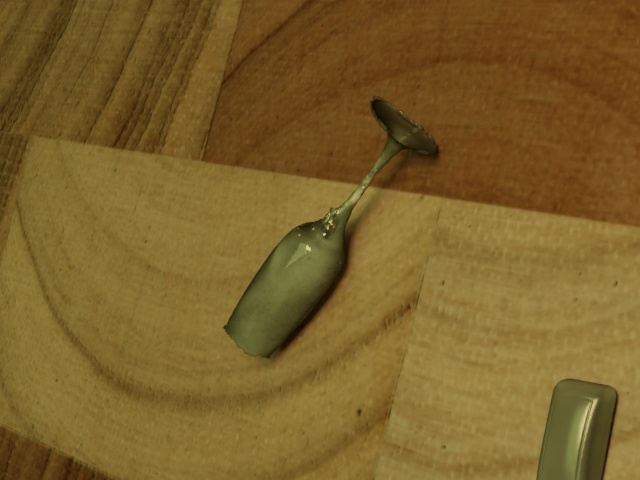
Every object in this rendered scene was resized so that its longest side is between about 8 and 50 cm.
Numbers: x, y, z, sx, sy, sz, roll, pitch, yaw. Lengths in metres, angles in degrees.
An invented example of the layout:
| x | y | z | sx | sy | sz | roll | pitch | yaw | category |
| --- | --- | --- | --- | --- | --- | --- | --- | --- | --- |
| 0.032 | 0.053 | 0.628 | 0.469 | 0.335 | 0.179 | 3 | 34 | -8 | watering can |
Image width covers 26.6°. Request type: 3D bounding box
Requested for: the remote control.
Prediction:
| x | y | z | sx | sy | sz | roll | pitch | yaw | category |
| --- | --- | --- | --- | --- | --- | --- | --- | --- | --- |
| 0.172 | 0.191 | 0.970 | 0.050 | 0.027 | 0.184 | 6 | 83 | 47 | remote control |

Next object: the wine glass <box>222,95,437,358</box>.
| x | y | z | sx | sy | sz | roll | pitch | yaw | category |
| --- | --- | --- | --- | --- | --- | --- | --- | --- | --- |
| 0.000 | 0.000 | 1.178 | 0.262 | 0.074 | 0.074 | -54 | 46 | 23 | wine glass |
